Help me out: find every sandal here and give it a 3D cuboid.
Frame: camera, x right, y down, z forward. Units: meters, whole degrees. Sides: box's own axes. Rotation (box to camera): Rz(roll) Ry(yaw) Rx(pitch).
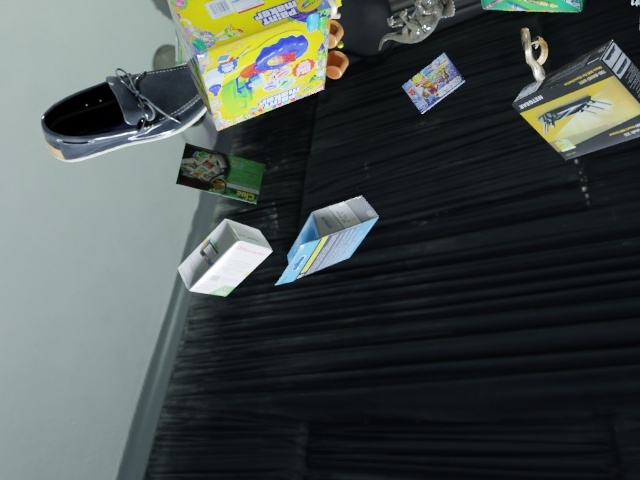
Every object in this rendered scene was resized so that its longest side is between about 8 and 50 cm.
[{"bbox_3d":[0.492,-0.426,1.176,0.180,0.049,0.072,25,55,-52],"label":"sandal"}]

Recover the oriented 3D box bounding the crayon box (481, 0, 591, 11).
[{"bbox_3d":[0.563,-0.659,1.300,0.165,0.279,0.081,-46,133,-14],"label":"crayon box"}]

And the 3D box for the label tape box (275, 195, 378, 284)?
[{"bbox_3d":[0.000,0.000,1.755,0.348,0.249,0.115,-18,64,-37],"label":"label tape box"}]

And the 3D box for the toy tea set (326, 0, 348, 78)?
[{"bbox_3d":[-0.008,-0.656,1.594,0.336,0.200,0.124,71,33,-58],"label":"toy tea set"}]

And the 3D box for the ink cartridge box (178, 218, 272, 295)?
[{"bbox_3d":[-0.348,0.068,1.908,0.201,0.278,0.117,20,31,-56],"label":"ink cartridge box"}]

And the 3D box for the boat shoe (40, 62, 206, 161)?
[{"bbox_3d":[-0.507,-0.363,1.403,0.186,0.501,0.156,64,-13,8],"label":"boat shoe"}]

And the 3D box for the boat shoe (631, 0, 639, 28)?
[{"bbox_3d":[0.890,-0.705,1.369,0.118,0.103,0.320,-18,114,-26],"label":"boat shoe"}]

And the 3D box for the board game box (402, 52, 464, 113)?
[{"bbox_3d":[0.441,-0.613,2.030,0.136,0.201,0.035,55,17,0],"label":"board game box"}]

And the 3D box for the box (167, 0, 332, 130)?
[{"bbox_3d":[-0.149,-0.435,1.156,0.176,0.290,0.279,63,-10,15],"label":"box"}]

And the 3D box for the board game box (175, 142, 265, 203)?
[{"bbox_3d":[-0.317,-0.212,1.659,0.030,0.260,0.136,-167,-89,-74],"label":"board game box"}]

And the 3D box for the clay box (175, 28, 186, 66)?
[{"bbox_3d":[-0.383,-0.656,1.771,0.222,0.053,0.127,-20,135,-36],"label":"clay box"}]

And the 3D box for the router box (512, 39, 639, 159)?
[{"bbox_3d":[0.711,-0.358,1.385,0.243,0.309,0.081,40,73,-11],"label":"router box"}]

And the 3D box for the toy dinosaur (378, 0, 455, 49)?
[{"bbox_3d":[0.328,-0.725,1.713,0.161,0.313,0.120,24,32,-33],"label":"toy dinosaur"}]
